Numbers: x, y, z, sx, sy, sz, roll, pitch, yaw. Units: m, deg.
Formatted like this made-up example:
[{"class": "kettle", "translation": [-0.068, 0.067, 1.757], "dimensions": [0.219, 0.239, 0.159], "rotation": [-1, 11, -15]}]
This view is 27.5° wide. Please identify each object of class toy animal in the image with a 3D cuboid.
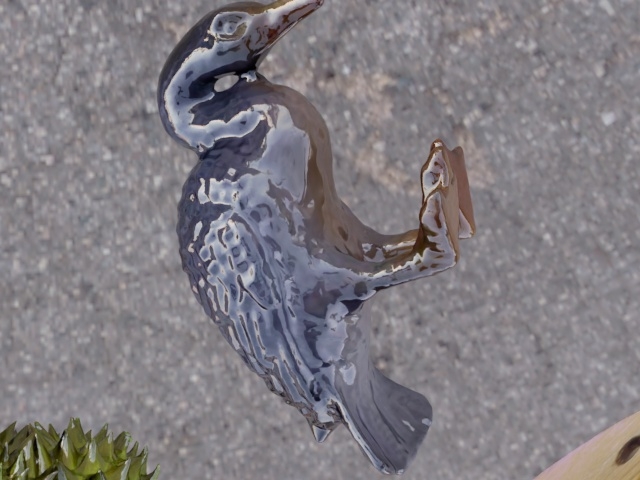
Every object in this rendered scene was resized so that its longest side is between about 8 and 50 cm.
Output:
[{"class": "toy animal", "translation": [0.000, 0.000, 0.799], "dimensions": [0.185, 0.122, 0.298], "rotation": [-4, 110, 15]}]

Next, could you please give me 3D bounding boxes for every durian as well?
[{"class": "durian", "translation": [-0.113, 0.121, 0.524], "dimensions": [0.086, 0.215, 0.100], "rotation": [2, 89, -33]}]

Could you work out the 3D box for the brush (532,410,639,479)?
[{"class": "brush", "translation": [0.150, 0.205, 0.627], "dimensions": [0.166, 0.174, 0.267], "rotation": [38, 114, -1]}]
